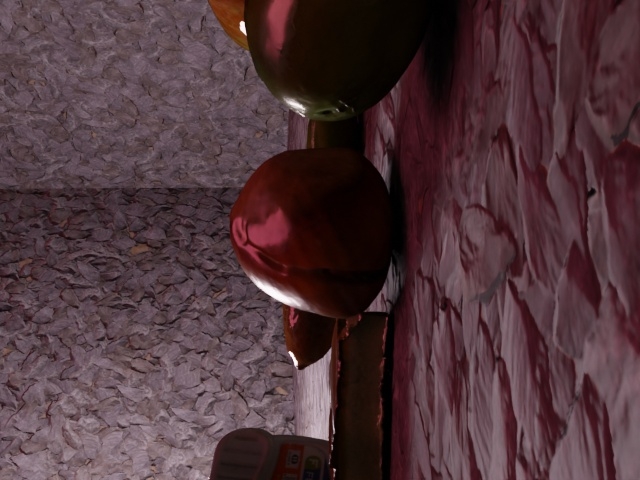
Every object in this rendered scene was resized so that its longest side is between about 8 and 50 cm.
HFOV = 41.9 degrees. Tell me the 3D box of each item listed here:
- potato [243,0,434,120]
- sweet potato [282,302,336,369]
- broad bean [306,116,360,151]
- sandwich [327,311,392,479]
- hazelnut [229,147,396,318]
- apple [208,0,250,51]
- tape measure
[{"bbox_3d":[0.021,-0.217,0.641,0.186,0.149,0.253,-174,92,-69],"label":"potato"},{"bbox_3d":[0.000,0.000,1.215,0.109,0.109,0.385,-119,35,-80],"label":"sweet potato"},{"bbox_3d":[0.019,-0.192,1.107,0.075,0.067,0.324,39,-128,-74],"label":"broad bean"},{"bbox_3d":[0.036,0.174,0.984,0.212,0.063,0.244,-106,17,-78],"label":"sandwich"},{"bbox_3d":[-0.008,-0.005,0.857,0.182,0.182,0.182,179,90,-85],"label":"hazelnut"},{"bbox_3d":[-0.038,-0.359,0.865,0.277,0.250,0.309,62,178,47],"label":"apple"},{"bbox_3d":[-0.072,0.404,1.226,0.243,0.246,0.125,-79,-5,-53],"label":"tape measure"}]
